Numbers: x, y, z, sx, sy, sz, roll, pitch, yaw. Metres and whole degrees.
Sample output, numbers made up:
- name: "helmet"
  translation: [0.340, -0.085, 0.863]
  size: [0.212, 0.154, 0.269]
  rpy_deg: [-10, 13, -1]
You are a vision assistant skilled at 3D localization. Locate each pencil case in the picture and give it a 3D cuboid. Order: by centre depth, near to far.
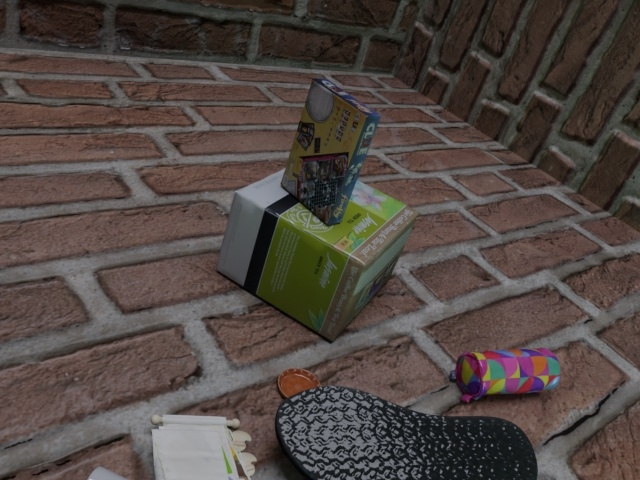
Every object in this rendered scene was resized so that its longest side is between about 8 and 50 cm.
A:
- name: "pencil case"
  translation: [0.396, 0.282, 1.229]
  size: [0.236, 0.104, 0.104]
  rpy_deg: [1, 36, -24]

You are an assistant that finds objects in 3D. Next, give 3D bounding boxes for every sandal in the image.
- name: "sandal"
  translation: [0.135, 0.356, 0.947]
  size: [0.446, 0.107, 0.167]
  rpy_deg: [13, 50, -10]

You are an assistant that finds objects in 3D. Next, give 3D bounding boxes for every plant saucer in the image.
- name: "plant saucer"
  translation: [-0.040, 0.273, 1.076]
  size: [0.083, 0.013, 0.083]
  rpy_deg: [14, 31, -9]

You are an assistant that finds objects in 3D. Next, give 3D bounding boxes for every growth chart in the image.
- name: "growth chart"
  translation: [-0.172, 0.331, 0.844]
  size: [0.172, 0.021, 0.237]
  rpy_deg: [16, 17, -20]

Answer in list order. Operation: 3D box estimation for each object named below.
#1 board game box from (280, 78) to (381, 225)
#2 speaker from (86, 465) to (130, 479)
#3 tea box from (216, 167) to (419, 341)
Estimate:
- name: "board game box"
  translation: [0.013, -0.176, 1.160]
  size: [0.042, 0.243, 0.165]
  rpy_deg: [-12, 44, -42]
- name: "speaker"
  translation: [-0.256, 0.359, 0.783]
  size: [0.136, 0.055, 0.055]
  rpy_deg: [22, 31, 5]
- name: "tea box"
  translation: [0.000, 0.000, 1.325]
  size: [0.323, 0.220, 0.329]
  rpy_deg: [30, 33, 15]
